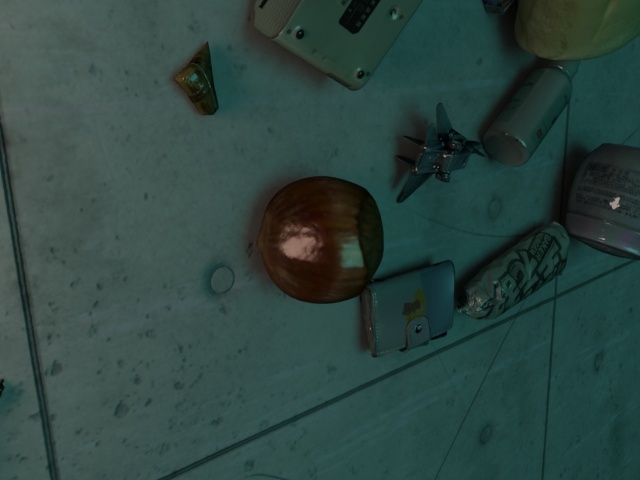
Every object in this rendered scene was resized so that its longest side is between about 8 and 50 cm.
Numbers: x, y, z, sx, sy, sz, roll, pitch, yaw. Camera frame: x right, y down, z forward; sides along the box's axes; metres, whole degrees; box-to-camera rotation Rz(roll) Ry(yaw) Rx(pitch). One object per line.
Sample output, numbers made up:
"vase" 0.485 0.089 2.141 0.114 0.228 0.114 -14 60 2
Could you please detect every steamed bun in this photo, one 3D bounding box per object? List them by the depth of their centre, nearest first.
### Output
"steamed bun" 0.558 -0.510 1.285 0.273 0.272 0.290 -49 147 -21

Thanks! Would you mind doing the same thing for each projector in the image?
"projector" 0.046 -0.375 0.951 0.198 0.108 0.250 19 112 -47

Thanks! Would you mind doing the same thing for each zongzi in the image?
"zongzi" -0.165 -0.231 0.917 0.076 0.040 0.083 58 45 -42

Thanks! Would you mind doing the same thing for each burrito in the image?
"burrito" 0.447 0.089 1.485 0.445 0.101 0.139 -27 122 -36

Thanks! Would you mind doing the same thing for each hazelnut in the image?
"hazelnut" 0.000 0.000 1.028 0.214 0.176 0.214 4 73 -13

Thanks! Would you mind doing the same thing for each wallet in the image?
"wallet" 0.178 0.137 1.284 0.231 0.069 0.170 -12 104 -33

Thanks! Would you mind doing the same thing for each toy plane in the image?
"toy plane" 0.266 -0.173 1.269 0.267 0.088 0.212 -10 130 -42

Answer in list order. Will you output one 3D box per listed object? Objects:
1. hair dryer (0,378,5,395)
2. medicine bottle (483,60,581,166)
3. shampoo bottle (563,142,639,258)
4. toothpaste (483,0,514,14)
"hair dryer" -0.459 0.345 0.767 0.303 0.120 0.359 50 58 -46
"medicine bottle" 0.496 -0.322 1.421 0.352 0.110 0.110 -51 128 -20
"shampoo bottle" 0.768 -0.093 1.608 0.273 0.273 0.266 13 100 -42
"toothpaste" 0.411 -0.550 1.338 0.196 0.047 0.040 -50 143 -22
